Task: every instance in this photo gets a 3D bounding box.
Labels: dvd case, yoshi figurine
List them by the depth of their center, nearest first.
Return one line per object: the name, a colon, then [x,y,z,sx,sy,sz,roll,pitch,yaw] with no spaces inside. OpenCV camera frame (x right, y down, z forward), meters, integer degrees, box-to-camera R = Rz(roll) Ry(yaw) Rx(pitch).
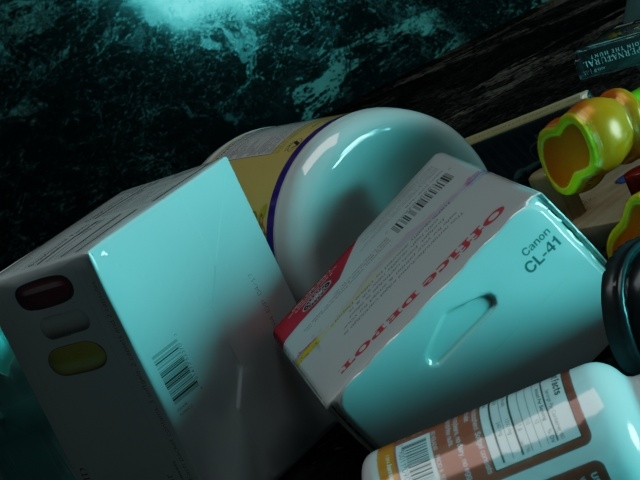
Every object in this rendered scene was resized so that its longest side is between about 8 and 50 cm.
yoshi figurine: [0.356,-0.083,1.471,0.362,0.203,0.203,-24,25,-18]
dvd case: [0.219,-0.065,1.898,0.221,0.164,0.018,-21,45,32]

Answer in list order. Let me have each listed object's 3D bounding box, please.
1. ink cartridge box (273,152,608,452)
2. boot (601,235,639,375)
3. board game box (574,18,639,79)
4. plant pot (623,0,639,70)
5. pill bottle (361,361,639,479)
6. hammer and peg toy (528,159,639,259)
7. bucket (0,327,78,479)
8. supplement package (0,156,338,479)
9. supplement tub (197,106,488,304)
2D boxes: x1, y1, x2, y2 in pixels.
ink cartridge box: [0.096,0.062,1.495,0.226,0.131,0.306,-46,14,0]
boot: [0.324,0.021,1.218,0.207,0.094,0.246,-14,-4,40]
board game box: [0.305,-0.173,1.488,0.186,0.026,0.126,-14,10,27]
plant pot: [0.417,-0.225,1.855,0.195,0.290,0.290,-40,2,31]
pill bottle: [0.144,0.150,1.162,0.216,0.121,0.121,-23,11,9]
hammer and peg toy: [0.303,-0.040,1.660,0.361,0.127,0.266,-34,14,-39]
bucket: [-0.227,0.146,1.823,0.281,0.183,0.281,-24,11,5]
supplement package: [-0.132,0.097,1.631,0.145,0.262,0.204,-16,15,40]
supplement tub: [0.000,0.000,1.848,0.241,0.241,0.331,-31,12,-26]
